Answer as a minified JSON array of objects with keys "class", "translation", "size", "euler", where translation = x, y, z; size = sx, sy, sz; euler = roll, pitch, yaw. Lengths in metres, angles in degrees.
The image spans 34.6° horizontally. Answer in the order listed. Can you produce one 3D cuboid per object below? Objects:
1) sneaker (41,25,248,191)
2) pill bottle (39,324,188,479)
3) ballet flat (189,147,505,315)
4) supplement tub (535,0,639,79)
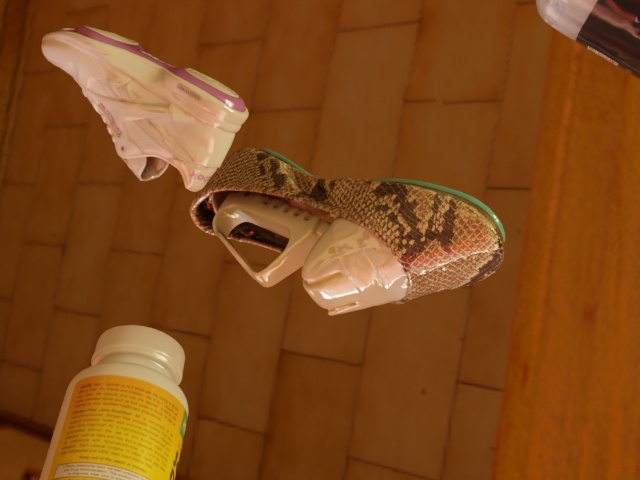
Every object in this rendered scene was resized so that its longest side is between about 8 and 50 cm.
[{"class":"sneaker","translation":[-0.239,-0.165,1.259],"size":[0.305,0.114,0.152],"euler":[29,104,24]},{"class":"pill bottle","translation":[-0.186,0.186,0.941],"size":[0.117,0.117,0.208],"euler":[-31,36,36]},{"class":"ballet flat","translation":[0.000,0.000,1.273],"size":[0.182,0.164,0.482],"euler":[-41,36,-25]},{"class":"supplement tub","translation":[0.362,-0.187,0.817],"size":[0.338,0.207,0.207],"euler":[34,106,8]}]
